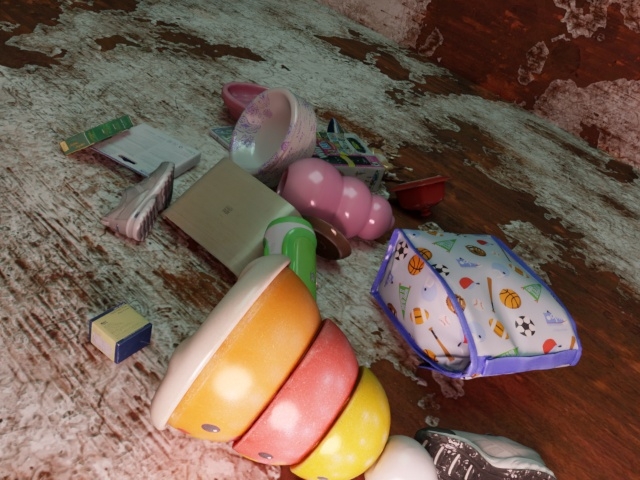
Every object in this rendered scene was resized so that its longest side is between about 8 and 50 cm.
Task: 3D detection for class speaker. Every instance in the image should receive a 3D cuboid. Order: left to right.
[{"bbox_3d":[-0.068,0.094,1.265,0.131,0.131,0.296,9,53,-14],"label":"speaker"}]

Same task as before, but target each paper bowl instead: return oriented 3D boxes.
[{"bbox_3d":[-0.125,-0.293,1.720,0.148,0.284,0.284,26,23,-42],"label":"paper bowl"}]

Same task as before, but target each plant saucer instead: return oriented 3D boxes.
[{"bbox_3d":[-0.192,-0.459,2.063,0.333,0.084,0.332,17,27,-9],"label":"plant saucer"},{"bbox_3d":[0.000,0.000,1.484,0.169,0.168,0.029,27,66,13],"label":"plant saucer"}]

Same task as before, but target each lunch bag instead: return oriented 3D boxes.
[{"bbox_3d":[0.351,0.163,1.337,0.328,0.238,0.385,0,31,-28],"label":"lunch bag"}]

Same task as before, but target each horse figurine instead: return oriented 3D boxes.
[{"bbox_3d":[0.225,-0.273,2.040,0.175,0.066,0.263,5,38,-29],"label":"horse figurine"}]

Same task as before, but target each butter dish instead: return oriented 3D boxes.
[{"bbox_3d":[0.323,-0.134,1.853,0.160,0.118,0.160,-17,7,-38],"label":"butter dish"}]

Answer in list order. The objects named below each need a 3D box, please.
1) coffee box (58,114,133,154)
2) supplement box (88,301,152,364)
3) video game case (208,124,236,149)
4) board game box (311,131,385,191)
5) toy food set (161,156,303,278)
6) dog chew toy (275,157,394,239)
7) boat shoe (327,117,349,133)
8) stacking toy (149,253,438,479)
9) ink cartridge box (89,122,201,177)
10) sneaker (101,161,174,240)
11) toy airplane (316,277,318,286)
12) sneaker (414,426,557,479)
[{"bbox_3d":[-0.629,-0.298,1.644,0.113,0.040,0.184,-12,20,29],"label":"coffee box"},{"bbox_3d":[-0.385,0.176,1.123,0.083,0.056,0.083,33,36,19],"label":"supplement box"},{"bbox_3d":[-0.244,-0.334,1.940,0.191,0.022,0.173,-19,49,-42],"label":"video game case"},{"bbox_3d":[0.023,-0.259,1.897,0.304,0.097,0.224,-4,39,-28],"label":"board game box"},{"bbox_3d":[-0.220,-0.053,1.452,0.306,0.092,0.219,37,70,22],"label":"toy food set"},{"bbox_3d":[0.048,-0.097,1.598,0.332,0.206,0.206,18,33,-15],"label":"dog chew toy"},{"bbox_3d":[0.070,-0.376,2.120,0.066,0.066,0.183,9,45,-22],"label":"boat shoe"},{"bbox_3d":[-0.002,0.282,0.976,0.480,0.350,0.350,36,36,3],"label":"stacking toy"},{"bbox_3d":[-0.497,-0.243,1.671,0.223,0.045,0.224,28,37,14],"label":"ink cartridge box"},{"bbox_3d":[-0.446,-0.120,1.461,0.115,0.105,0.281,16,38,0],"label":"sneaker"},{"bbox_3d":[-0.032,0.046,1.428,0.028,0.151,0.151,-7,40,-12],"label":"toy airplane"},{"bbox_3d":[0.301,0.410,1.099,0.272,0.100,0.108,19,20,-5],"label":"sneaker"}]
